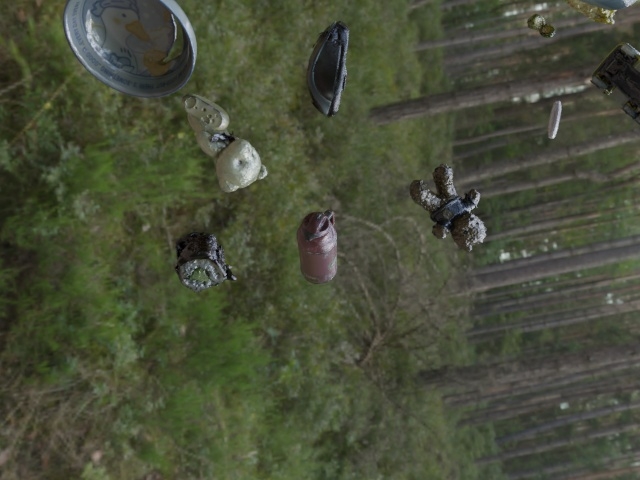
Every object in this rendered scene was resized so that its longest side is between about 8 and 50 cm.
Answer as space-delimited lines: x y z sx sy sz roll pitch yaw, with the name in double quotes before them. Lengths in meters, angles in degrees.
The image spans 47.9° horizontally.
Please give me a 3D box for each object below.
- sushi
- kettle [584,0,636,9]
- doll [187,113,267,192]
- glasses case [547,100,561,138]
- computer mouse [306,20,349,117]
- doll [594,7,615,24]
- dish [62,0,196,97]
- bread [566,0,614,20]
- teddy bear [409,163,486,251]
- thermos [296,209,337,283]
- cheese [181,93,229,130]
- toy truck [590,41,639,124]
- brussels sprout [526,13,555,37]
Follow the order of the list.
"sushi" -0.216 0.037 1.325 0.084 0.098 0.094 -111 -175 -52
"kettle" 0.467 -0.493 1.263 0.243 0.211 0.159 -5 123 -57
"doll" -0.276 -0.282 2.088 0.278 0.175 0.149 50 -36 15
"glasses case" 0.516 -0.266 1.591 0.032 0.021 0.083 2 98 -65
"computer mouse" 0.014 -0.420 1.769 0.137 0.097 0.233 -114 -151 -75
"doll" 0.637 -0.576 1.577 0.145 0.096 0.188 21 94 -52
"dish" -0.374 -0.444 1.496 0.273 0.274 0.133 79 20 -47
"bread" 0.790 -0.778 2.055 0.183 0.224 0.211 -47 -165 55
"teddy bear" 0.351 -0.090 1.960 0.251 0.182 0.129 52 -6 -8
"thermos" 0.002 0.008 2.004 0.109 0.136 0.330 55 -12 20
"cheese" -0.217 -0.255 1.421 0.037 0.097 0.192 -56 -174 10
"toy truck" 0.777 -0.342 1.699 0.124 0.157 0.272 -51 -141 26
"brussels sprout" 0.628 -0.606 2.050 0.083 0.046 0.051 46 30 7
